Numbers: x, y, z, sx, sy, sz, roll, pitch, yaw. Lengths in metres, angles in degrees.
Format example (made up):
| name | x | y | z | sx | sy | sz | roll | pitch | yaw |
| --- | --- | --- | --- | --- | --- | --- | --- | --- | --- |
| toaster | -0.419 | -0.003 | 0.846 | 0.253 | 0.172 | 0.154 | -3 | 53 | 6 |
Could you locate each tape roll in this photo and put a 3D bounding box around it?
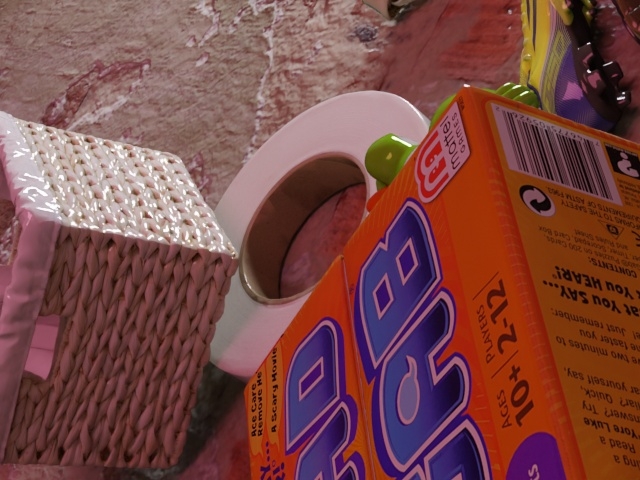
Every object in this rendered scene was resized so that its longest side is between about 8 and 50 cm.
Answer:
| name | x | y | z | sx | sy | sz | roll | pitch | yaw |
| --- | --- | --- | --- | --- | --- | --- | --- | --- | --- |
| tape roll | 0.000 | 0.000 | 1.642 | 0.392 | 0.072 | 0.392 | -28 | 44 | 31 |

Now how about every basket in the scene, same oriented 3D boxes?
| name | x | y | z | sx | sy | sz | roll | pitch | yaw |
| --- | --- | --- | --- | --- | --- | --- | --- | --- | --- |
| basket | -0.291 | 0.063 | 1.658 | 0.331 | 0.266 | 0.328 | -127 | 50 | -57 |

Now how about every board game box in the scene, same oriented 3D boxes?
| name | x | y | z | sx | sy | sz | roll | pitch | yaw |
| --- | --- | --- | --- | --- | --- | --- | --- | --- | --- |
| board game box | 0.188 | 0.178 | 0.962 | 0.356 | 0.356 | 0.356 | -55 | 30 | 38 |

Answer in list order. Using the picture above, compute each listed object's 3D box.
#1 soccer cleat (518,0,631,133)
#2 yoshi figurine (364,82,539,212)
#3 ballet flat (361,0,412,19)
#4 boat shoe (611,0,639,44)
| name | x | y | z | sx | sy | sz | roll | pitch | yaw |
| --- | --- | --- | --- | --- | --- | --- | --- | --- | --- |
| soccer cleat | 0.252 | -0.209 | 1.514 | 0.121 | 0.093 | 0.289 | -40 | 38 | 29 |
| yoshi figurine | 0.204 | -0.060 | 1.344 | 0.362 | 0.203 | 0.203 | 26 | 116 | 44 |
| ballet flat | 0.155 | -0.382 | 1.783 | 0.248 | 0.086 | 0.086 | -41 | 38 | 20 |
| boat shoe | 0.342 | -0.281 | 1.482 | 0.080 | 0.073 | 0.223 | -13 | 51 | 9 |
